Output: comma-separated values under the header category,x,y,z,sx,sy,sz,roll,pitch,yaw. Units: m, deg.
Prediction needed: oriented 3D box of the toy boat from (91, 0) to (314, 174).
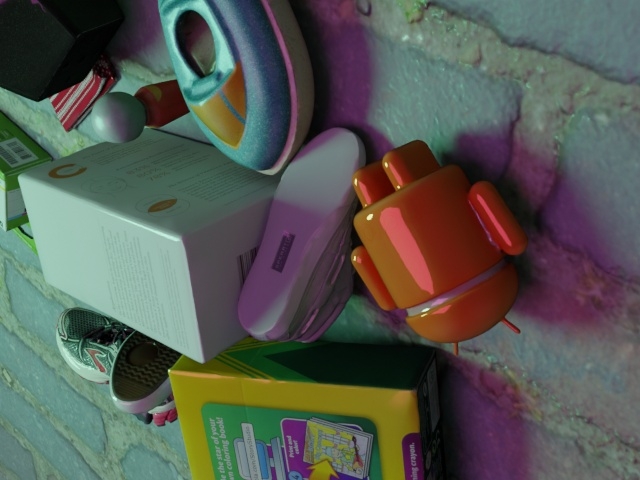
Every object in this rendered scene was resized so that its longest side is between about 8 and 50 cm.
category,x,y,z,sx,sy,sz,roll,pitch,yaw
toy boat,-0.147,-0.186,1.079,0.318,0.148,0.268,-14,100,50

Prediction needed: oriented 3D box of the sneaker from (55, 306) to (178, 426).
category,x,y,z,sx,sy,sz,roll,pitch,yaw
sneaker,-0.325,0.179,1.504,0.299,0.121,0.112,26,136,32

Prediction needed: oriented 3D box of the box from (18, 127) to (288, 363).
category,x,y,z,sx,sy,sz,roll,pitch,yaw
box,-0.192,-0.011,1.178,0.345,0.215,0.168,19,125,40

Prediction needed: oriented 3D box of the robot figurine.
category,x,y,z,sx,sy,sz,roll,pitch,yaw
robot figurine,0.116,0.010,0.929,0.219,0.158,0.128,61,179,0

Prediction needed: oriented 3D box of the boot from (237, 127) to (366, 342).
category,x,y,z,sx,sy,sz,roll,pitch,yaw
boot,0.000,0.000,1.071,0.095,0.123,0.258,30,97,33

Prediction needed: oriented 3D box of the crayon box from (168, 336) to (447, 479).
category,x,y,z,sx,sy,sz,roll,pitch,yaw
crayon box,-0.003,0.303,1.158,0.313,0.106,0.363,2,115,21

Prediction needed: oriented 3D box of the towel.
category,x,y,z,sx,sy,sz,roll,pitch,yaw
towel,-0.417,-0.321,1.389,0.199,0.031,0.275,-28,90,52

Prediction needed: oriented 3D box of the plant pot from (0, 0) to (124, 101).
category,x,y,z,sx,sy,sz,roll,pitch,yaw
plant pot,-0.381,-0.298,1.227,0.167,0.188,0.187,42,119,-2

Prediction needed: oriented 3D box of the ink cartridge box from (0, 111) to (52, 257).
category,x,y,z,sx,sy,sz,roll,pitch,yaw
ink cartridge box,-0.575,-0.080,1.646,0.188,0.097,0.255,38,134,26

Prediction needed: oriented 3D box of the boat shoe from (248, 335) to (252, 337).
category,x,y,z,sx,sy,sz,roll,pitch,yaw
boat shoe,-0.065,0.240,1.292,0.096,0.098,0.277,-2,114,64

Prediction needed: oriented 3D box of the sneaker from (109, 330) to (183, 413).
category,x,y,z,sx,sy,sz,roll,pitch,yaw
sneaker,-0.193,0.156,1.254,0.105,0.290,0.123,1,122,15
